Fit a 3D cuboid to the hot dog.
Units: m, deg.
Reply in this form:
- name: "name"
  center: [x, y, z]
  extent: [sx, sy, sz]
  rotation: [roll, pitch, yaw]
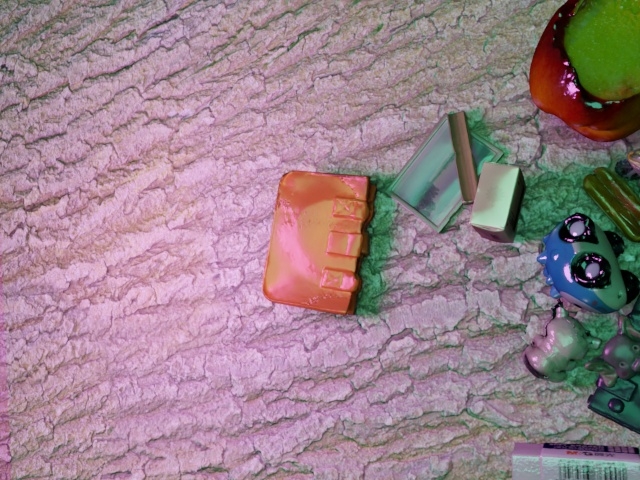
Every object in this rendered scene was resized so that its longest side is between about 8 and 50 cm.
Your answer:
- name: "hot dog"
  center: [0.755, -0.085, 1.602]
  extent: [0.092, 0.062, 0.235]
  rotation: [-35, 67, 14]

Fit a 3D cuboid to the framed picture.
- name: "framed picture"
  center: [0.347, -0.193, 1.821]
  extent: [0.213, 0.016, 0.289]
  rotation: [41, 98, 24]

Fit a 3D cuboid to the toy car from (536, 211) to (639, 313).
- name: "toy car"
  center: [0.634, 0.067, 1.556]
  extent: [0.190, 0.189, 0.255]
  rotation: [-37, 46, 36]

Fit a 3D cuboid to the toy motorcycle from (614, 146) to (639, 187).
- name: "toy motorcycle"
  center: [0.834, -0.162, 1.543]
  extent: [0.229, 0.129, 0.094]
  rotation: [21, 70, 25]

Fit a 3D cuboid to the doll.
- name: "doll"
  center: [0.592, 0.262, 1.596]
  extent: [0.149, 0.095, 0.192]
  rotation: [42, 101, 26]

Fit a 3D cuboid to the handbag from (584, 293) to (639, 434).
- name: "handbag"
  center: [0.781, 0.295, 1.500]
  extent: [0.269, 0.118, 0.325]
  rotation: [23, 89, 26]

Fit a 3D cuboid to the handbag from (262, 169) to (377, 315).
- name: "handbag"
  center: [0.000, 0.000, 1.890]
  extent: [0.304, 0.116, 0.409]
  rotation: [8, 85, 21]

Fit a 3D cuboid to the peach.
- name: "peach"
  center: [0.688, -0.422, 1.548]
  extent: [0.335, 0.310, 0.405]
  rotation: [25, 77, 13]

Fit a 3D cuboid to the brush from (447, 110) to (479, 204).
- name: "brush"
  center: [0.400, -0.228, 1.773]
  extent: [0.054, 0.048, 0.282]
  rotation: [-12, 69, 18]

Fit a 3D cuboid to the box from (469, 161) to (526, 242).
- name: "box"
  center: [0.459, -0.092, 1.648]
  extent: [0.095, 0.212, 0.168]
  rotation: [15, 87, 24]

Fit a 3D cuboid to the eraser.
- name: "eraser"
  center: [0.607, 0.538, 1.524]
  extent: [0.287, 0.130, 0.086]
  rotation: [-4, 83, 21]
